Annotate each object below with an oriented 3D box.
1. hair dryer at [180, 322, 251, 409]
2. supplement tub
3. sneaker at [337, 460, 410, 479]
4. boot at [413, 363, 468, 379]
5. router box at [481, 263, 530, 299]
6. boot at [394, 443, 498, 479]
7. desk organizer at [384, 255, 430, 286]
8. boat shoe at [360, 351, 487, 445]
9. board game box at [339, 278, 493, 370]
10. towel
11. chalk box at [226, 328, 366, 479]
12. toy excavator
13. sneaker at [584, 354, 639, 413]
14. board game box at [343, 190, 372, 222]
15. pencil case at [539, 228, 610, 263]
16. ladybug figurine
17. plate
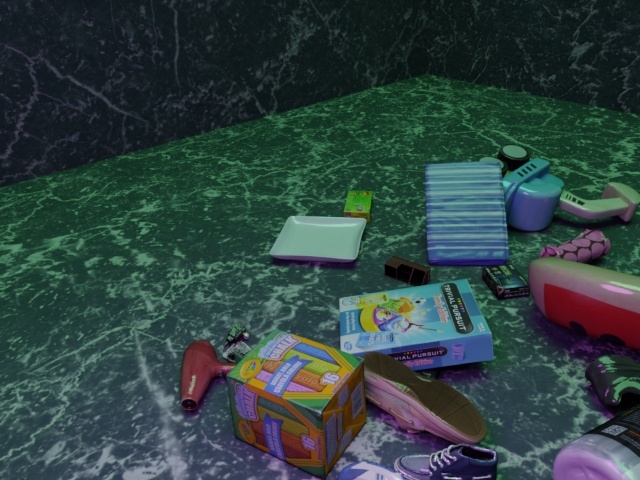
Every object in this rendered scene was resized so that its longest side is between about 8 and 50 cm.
[{"bbox_3d":[-0.219,0.291,1.371,0.223,0.080,0.293,20,36,35],"label":"hair dryer"},{"bbox_3d":[0.586,0.380,0.989,0.338,0.207,0.207,-17,32,-22],"label":"supplement tub"},{"bbox_3d":[0.128,0.477,0.960,0.296,0.112,0.131,19,36,36],"label":"sneaker"},{"bbox_3d":[0.270,0.294,1.348,0.121,0.045,0.099,5,27,30],"label":"boot"},{"bbox_3d":[0.523,0.116,1.655,0.092,0.038,0.122,-6,29,-6],"label":"router box"},{"bbox_3d":[0.233,0.412,1.093,0.190,0.086,0.069,3,29,11],"label":"boot"},{"bbox_3d":[0.254,0.092,1.720,0.130,0.047,0.050,19,38,35],"label":"desk organizer"},{"bbox_3d":[0.200,0.344,1.216,0.302,0.098,0.109,25,29,33],"label":"boat shoe"},{"bbox_3d":[0.216,0.207,1.416,0.336,0.079,0.254,-10,24,5],"label":"board game box"},{"bbox_3d":[0.451,-0.086,1.821,0.243,0.040,0.336,-1,72,8],"label":"towel"},{"bbox_3d":[-0.073,0.317,1.208,0.289,0.180,0.179,12,32,29],"label":"chalk box"},{"bbox_3d":[0.771,-0.138,1.963,0.433,0.222,0.445,-28,50,-34],"label":"toy excavator"},{"bbox_3d":[0.717,0.314,1.228,0.286,0.109,0.130,-6,38,9],"label":"sneaker"},{"bbox_3d":[0.139,-0.125,2.133,0.092,0.043,0.181,1,29,8],"label":"board game box"},{"bbox_3d":[0.748,0.031,1.735,0.209,0.095,0.098,-16,62,-23],"label":"pencil case"},{"bbox_3d":[0.694,0.155,1.374,0.305,0.162,0.449,12,3,-39],"label":"ladybug figurine"},{"bbox_3d":[0.000,0.000,1.918,0.277,0.045,0.278,2,29,11],"label":"plate"}]
